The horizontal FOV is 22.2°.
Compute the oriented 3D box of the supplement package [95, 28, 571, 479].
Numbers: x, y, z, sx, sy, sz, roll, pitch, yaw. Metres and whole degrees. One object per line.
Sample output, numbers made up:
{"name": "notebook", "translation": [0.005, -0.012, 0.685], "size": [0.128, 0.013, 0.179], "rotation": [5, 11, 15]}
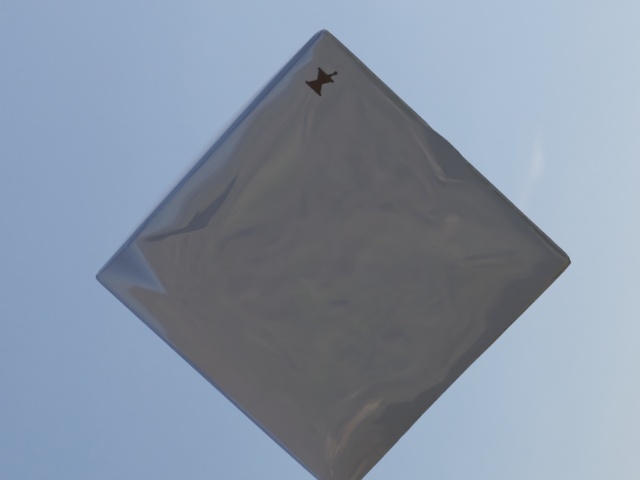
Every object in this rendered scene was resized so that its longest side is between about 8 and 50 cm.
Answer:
{"name": "supplement package", "translation": [0.000, 0.000, 0.952], "size": [0.175, 0.177, 0.293], "rotation": [-47, 5, 2]}
